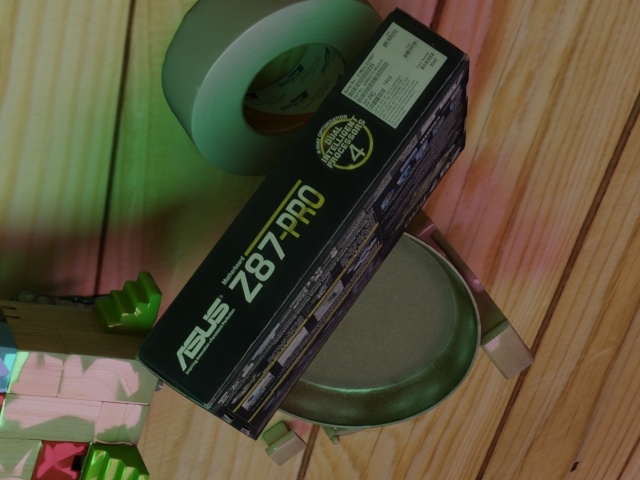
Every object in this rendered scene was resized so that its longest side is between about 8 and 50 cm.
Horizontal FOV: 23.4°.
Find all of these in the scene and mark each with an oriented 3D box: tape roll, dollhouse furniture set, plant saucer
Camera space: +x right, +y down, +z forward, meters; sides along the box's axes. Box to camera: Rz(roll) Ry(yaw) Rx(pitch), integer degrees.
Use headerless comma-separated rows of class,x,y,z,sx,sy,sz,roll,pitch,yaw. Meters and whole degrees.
tape roll,-0.042,-0.167,1.509,0.219,0.072,0.219,-22,143,-18
dollhouse furniture set,0.059,0.164,1.898,0.355,0.174,0.303,-37,145,2
plant saucer,0.029,0.088,1.774,0.310,0.050,0.311,3,126,5

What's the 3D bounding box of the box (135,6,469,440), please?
box,0.000,0.000,1.498,0.395,0.097,0.318,-54,167,-6

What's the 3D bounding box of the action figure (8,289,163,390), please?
action figure,-0.261,0.106,1.629,0.232,0.063,0.137,19,74,-43

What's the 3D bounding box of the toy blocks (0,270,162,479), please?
toy blocks,-0.323,0.204,1.493,0.261,0.191,0.381,9,114,-28
